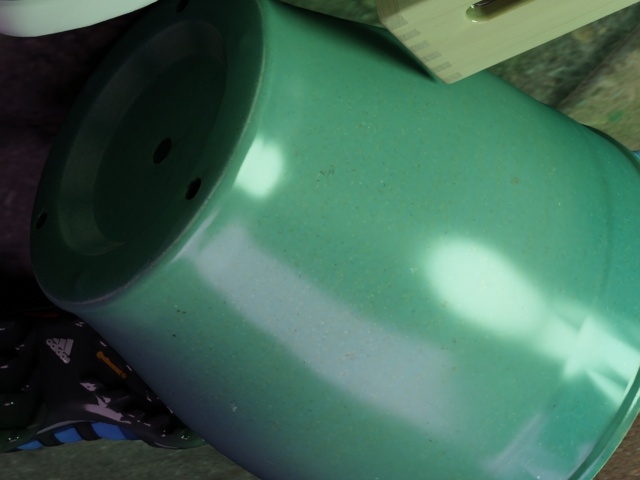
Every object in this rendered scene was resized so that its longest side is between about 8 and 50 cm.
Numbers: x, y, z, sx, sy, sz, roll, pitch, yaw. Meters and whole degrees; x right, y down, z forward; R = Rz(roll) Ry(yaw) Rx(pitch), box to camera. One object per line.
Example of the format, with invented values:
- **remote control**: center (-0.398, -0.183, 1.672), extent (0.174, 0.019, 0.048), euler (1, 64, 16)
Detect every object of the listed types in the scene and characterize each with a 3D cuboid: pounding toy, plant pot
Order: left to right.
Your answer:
- **plant pot**: center (0.000, 0.000, 0.805), extent (0.255, 0.272, 0.271), euler (31, 125, -33)
- **pounding toy**: center (0.086, -0.171, 0.697), extent (0.141, 0.130, 0.100), euler (-22, 151, 23)

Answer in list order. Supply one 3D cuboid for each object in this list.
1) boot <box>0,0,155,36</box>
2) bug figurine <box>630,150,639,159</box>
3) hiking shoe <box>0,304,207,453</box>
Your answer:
- **boot**: center (-0.055, -0.190, 0.630), extent (0.258, 0.095, 0.123), euler (-28, 141, 3)
- **bug figurine**: center (0.289, -0.094, 0.967), extent (0.216, 0.072, 0.279), euler (7, 137, -46)
- **hiking shoe**: center (-0.169, 0.083, 1.006), extent (0.304, 0.113, 0.132), euler (3, 174, -42)
